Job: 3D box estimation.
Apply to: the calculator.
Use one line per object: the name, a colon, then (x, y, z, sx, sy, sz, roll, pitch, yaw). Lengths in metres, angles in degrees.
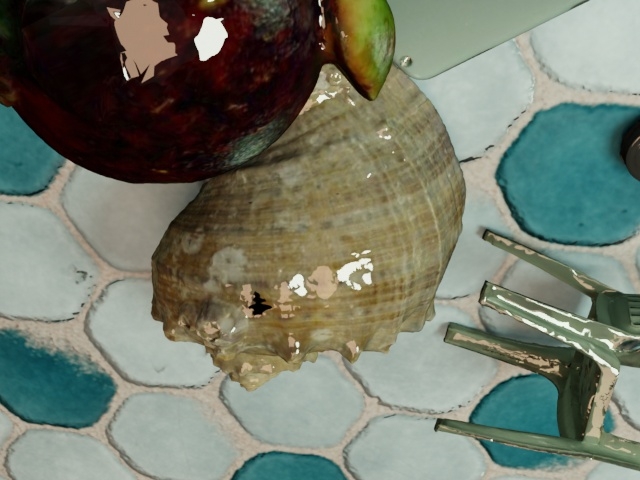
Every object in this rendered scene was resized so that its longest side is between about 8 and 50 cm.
calculator: (0.131, -0.225, 0.855, 0.246, 0.045, 0.141, -25, 121, 24)

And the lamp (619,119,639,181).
lamp: (0.456, -0.022, 0.936, 0.371, 0.108, 0.130, 23, 128, -11)

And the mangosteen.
mangosteen: (-0.109, -0.190, 0.768, 0.311, 0.311, 0.311, 3, 128, 4)

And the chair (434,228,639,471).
chair: (0.269, 0.101, 1.002, 0.274, 0.203, 0.190, 16, 117, 1)

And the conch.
conch: (0.003, 0.013, 0.967, 0.297, 0.210, 0.352, 6, 134, -19)
